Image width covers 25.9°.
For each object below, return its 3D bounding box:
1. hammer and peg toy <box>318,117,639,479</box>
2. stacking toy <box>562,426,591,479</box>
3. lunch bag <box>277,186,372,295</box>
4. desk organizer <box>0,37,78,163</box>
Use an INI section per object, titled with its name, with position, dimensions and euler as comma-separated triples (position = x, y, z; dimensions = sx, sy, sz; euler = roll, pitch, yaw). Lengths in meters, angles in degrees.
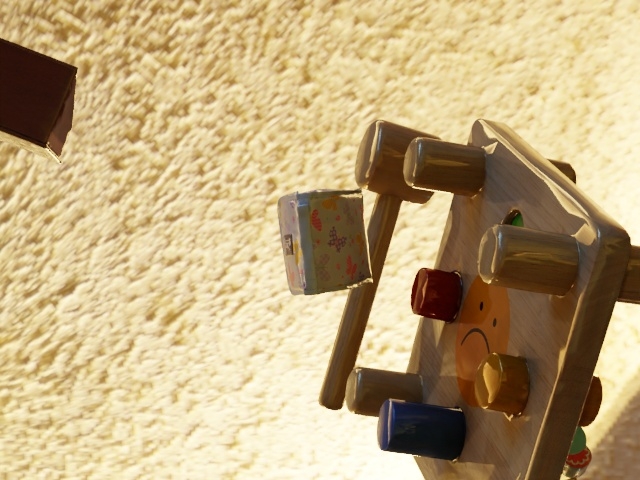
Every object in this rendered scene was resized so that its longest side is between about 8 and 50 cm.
[hammer and peg toy]
position = 0.108, 0.056, 0.990
dimensions = 0.127, 0.361, 0.266
euler = 9, -72, -15
[stacking toy]
position = 0.185, 0.177, 0.996
dimensions = 0.052, 0.167, 0.221
euler = -11, -122, -15
[lunch bag]
position = 0.000, 0.000, 0.940
dimensions = 0.053, 0.083, 0.071
euler = -7, -88, 16
[desk organizer]
position = -0.203, -0.094, 0.800
dimensions = 0.130, 0.047, 0.050
euler = 21, -97, 3
